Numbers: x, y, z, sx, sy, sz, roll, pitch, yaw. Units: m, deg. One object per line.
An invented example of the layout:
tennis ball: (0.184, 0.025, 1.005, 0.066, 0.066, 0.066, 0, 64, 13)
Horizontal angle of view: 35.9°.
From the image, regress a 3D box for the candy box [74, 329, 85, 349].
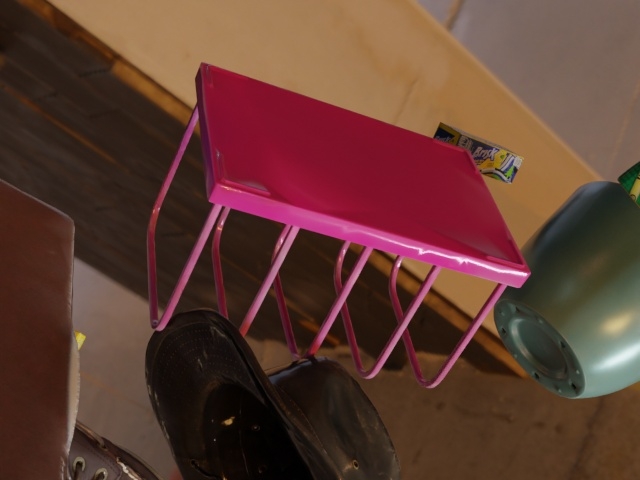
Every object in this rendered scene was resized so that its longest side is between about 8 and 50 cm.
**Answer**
candy box: (-0.369, 0.106, 1.069, 0.027, 0.206, 0.105, 79, 36, -76)

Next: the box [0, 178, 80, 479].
box: (-0.263, 0.005, 0.271, 0.143, 0.381, 0.191, -44, -146, 23)

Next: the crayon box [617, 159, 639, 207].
crayon box: (0.467, -0.065, 1.152, 0.081, 0.165, 0.278, -44, 171, 37)

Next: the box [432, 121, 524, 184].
box: (0.264, -0.146, 1.671, 0.059, 0.169, 0.054, 39, -72, 48)

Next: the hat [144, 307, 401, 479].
hat: (-0.013, 0.194, 0.853, 0.134, 0.331, 0.331, -24, -164, -31)

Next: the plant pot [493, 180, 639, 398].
plant pot: (0.404, 0.095, 1.483, 0.235, 0.293, 0.293, -36, -154, -19)

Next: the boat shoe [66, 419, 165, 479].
boat shoe: (-0.212, 0.175, 0.741, 0.103, 0.285, 0.092, -50, -169, -10)

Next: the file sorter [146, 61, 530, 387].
file sorter: (0.000, 0.000, 0.916, 0.182, 0.290, 0.202, -62, -155, 30)
